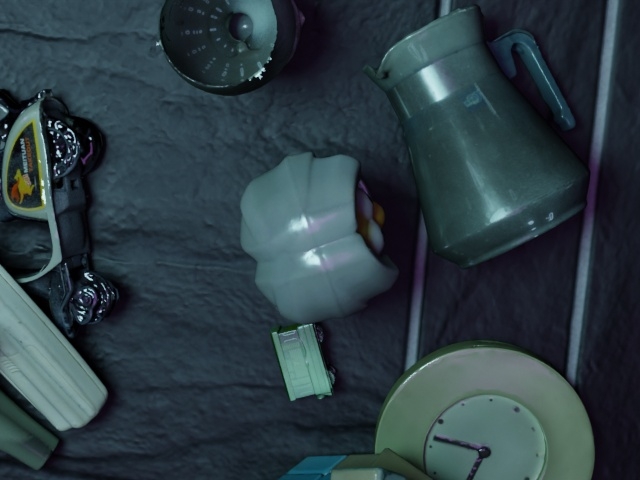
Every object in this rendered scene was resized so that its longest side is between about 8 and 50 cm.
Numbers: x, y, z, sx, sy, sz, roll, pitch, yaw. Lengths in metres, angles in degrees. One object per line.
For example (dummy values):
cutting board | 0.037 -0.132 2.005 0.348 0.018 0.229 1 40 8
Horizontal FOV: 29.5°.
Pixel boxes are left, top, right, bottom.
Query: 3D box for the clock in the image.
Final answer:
clock | 0.173 0.223 1.296 0.235 0.029 0.234 0 100 1

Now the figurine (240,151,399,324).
figurine | 0.000 0.000 1.162 0.133 0.236 0.176 -22 96 3

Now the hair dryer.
hair dryer | -0.338 0.158 1.235 0.219 0.225 0.088 48 55 -31

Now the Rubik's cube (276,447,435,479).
Rubik's cube | 0.034 0.321 1.182 0.213 0.265 0.224 -8 104 37

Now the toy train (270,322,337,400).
toy train | -0.017 0.125 1.279 0.056 0.038 0.093 -15 97 5

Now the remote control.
remote control | -0.310 0.103 1.228 0.090 0.049 0.230 -16 123 34

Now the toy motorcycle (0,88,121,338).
toy motorcycle | -0.294 -0.027 1.241 0.157 0.091 0.263 -6 96 10

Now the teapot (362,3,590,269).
teapot | 0.161 -0.108 1.194 0.203 0.171 0.225 -27 90 -27

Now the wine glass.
wine glass | -0.082 -0.200 1.136 0.127 0.241 0.126 1 99 3
